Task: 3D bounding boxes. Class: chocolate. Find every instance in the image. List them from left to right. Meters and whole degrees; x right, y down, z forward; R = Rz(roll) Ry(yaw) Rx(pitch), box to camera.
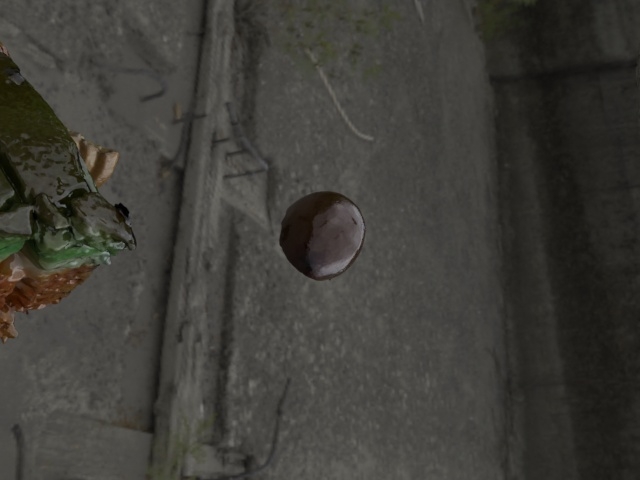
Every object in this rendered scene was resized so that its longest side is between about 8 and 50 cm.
[{"bbox_3d":[0.000,0.000,1.056,0.133,0.124,0.127,-87,-161,-53],"label":"chocolate"}]

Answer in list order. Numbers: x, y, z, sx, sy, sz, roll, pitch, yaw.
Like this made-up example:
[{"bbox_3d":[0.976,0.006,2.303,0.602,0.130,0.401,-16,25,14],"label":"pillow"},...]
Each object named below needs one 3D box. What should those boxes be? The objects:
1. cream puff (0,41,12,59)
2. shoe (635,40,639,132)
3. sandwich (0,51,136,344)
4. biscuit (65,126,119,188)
[{"bbox_3d":[-0.623,-0.287,1.231,0.164,0.240,0.240,-54,134,-36],"label":"cream puff"},{"bbox_3d":[0.530,-0.223,1.093,0.099,0.126,0.227,-57,141,-60],"label":"shoe"},{"bbox_3d":[-0.262,-0.037,0.536,0.109,0.212,0.292,-21,65,-39],"label":"sandwich"},{"bbox_3d":[-0.421,-0.118,1.092,0.224,0.144,0.033,22,32,-18],"label":"biscuit"}]
